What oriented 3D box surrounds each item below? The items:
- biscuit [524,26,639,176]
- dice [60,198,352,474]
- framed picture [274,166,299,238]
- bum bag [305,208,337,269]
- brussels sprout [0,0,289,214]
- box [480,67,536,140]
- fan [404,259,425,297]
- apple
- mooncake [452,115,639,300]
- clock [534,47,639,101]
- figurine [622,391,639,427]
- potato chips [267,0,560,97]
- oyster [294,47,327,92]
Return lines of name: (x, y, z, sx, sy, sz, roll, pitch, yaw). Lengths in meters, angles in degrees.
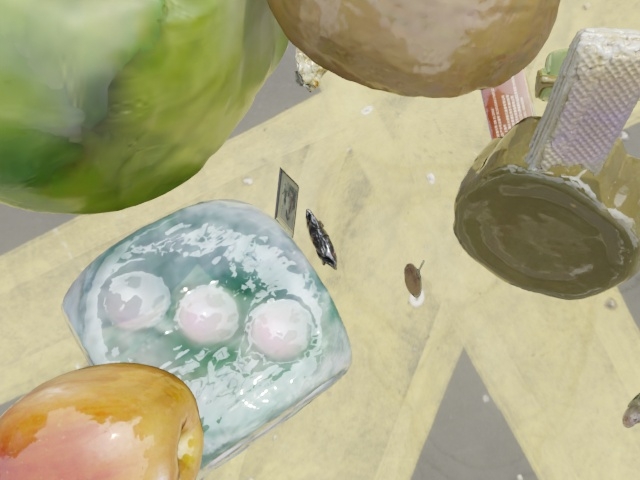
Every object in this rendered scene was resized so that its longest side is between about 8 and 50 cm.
biscuit: (0.372, -0.186, 0.860, 0.108, 0.061, 0.238, 3, 143, 2)
dice: (-0.177, 0.160, 0.961, 0.348, 0.330, 0.328, -31, 75, -19)
framed picture: (-0.106, -0.113, 1.932, 0.010, 0.199, 0.195, -1, 114, -22)
bum bag: (0.001, -0.001, 1.131, 0.034, 0.058, 0.124, -22, 85, -7)
brussels sprout: (-0.189, -0.181, 0.488, 0.268, 0.344, 0.344, 35, 104, 20)
box: (0.522, -0.453, 1.742, 0.122, 0.344, 0.385, -12, 94, 22)
fan: (0.221, 0.080, 1.425, 0.005, 0.133, 0.085, -11, 59, -18)
apple: (-0.201, 0.200, 0.576, 0.199, 0.199, 0.199, 1, 102, 7)
mooncake: (0.462, -0.065, 1.221, 0.379, 0.378, 0.200, 33, 61, 0)
clock: (0.517, -0.302, 1.130, 0.235, 0.308, 0.096, 10, 106, 37)
figurine: (0.420, 0.192, 0.631, 0.192, 0.257, 0.167, 37, 94, 16)
potato chips: (0.066, -0.181, 0.392, 0.195, 0.062, 0.208, -42, 104, 9)
oyster: (-0.015, -0.476, 1.559, 0.081, 0.163, 0.191, 9, 143, 34)
